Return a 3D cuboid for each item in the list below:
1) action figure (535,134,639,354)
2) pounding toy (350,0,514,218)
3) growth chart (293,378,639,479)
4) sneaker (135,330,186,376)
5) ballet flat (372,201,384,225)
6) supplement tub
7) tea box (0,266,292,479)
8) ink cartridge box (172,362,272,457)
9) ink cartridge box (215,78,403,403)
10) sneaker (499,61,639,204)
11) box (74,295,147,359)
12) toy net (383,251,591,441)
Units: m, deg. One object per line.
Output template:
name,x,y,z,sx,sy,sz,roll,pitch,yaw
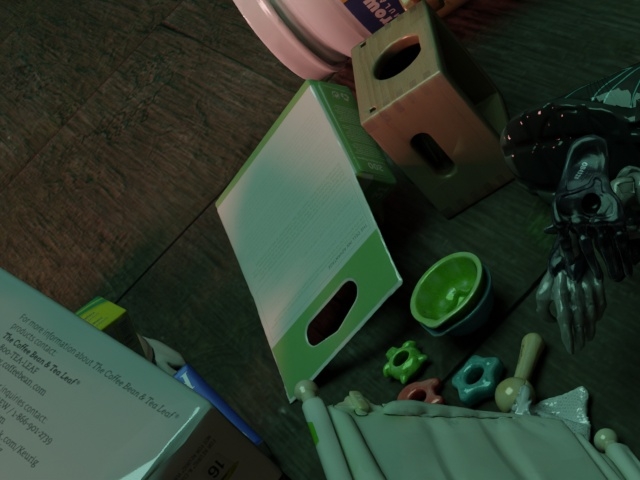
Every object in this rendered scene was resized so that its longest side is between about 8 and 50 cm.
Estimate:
action figure,0.214,0.009,0.884,0.164,0.276,0.140,-3,85,17
pounding toy,0.076,-0.151,1.221,0.094,0.181,0.206,-33,32,20
growth chart,0.107,0.145,0.827,0.172,0.237,0.021,-104,26,-63
sneaker,-0.218,0.191,1.222,0.110,0.118,0.292,-18,41,34
ballet flat,0.022,-0.055,1.297,0.052,0.057,0.168,-39,29,-16
supplement tub,0.070,-0.322,1.391,0.316,0.228,0.228,-33,32,20
tea box,-0.149,0.196,0.871,0.329,0.323,0.220,25,73,44
ink cartridge box,-0.148,0.206,1.121,0.207,0.046,0.097,-43,66,-11
ink cartridge box,0.000,0.000,1.207,0.171,0.056,0.235,-50,48,33
sneaker,0.257,-0.090,1.044,0.267,0.101,0.106,-10,23,45
box,-0.209,0.136,1.058,0.043,0.105,0.179,21,49,41
toy net,0.111,0.102,1.007,0.122,0.045,0.232,-41,31,5
